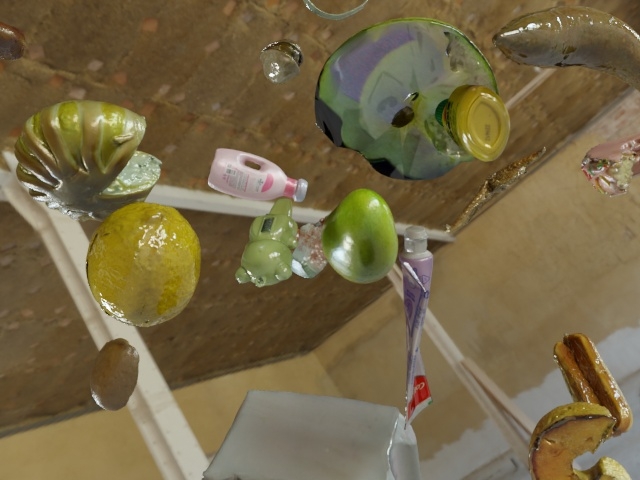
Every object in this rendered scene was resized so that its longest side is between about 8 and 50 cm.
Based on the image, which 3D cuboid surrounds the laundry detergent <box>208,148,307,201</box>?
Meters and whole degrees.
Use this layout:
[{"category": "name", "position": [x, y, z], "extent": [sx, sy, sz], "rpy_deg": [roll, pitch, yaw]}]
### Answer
[{"category": "laundry detergent", "position": [-0.212, -0.212, 2.102], "extent": [0.335, 0.159, 0.088], "rpy_deg": [14, -8, -9]}]

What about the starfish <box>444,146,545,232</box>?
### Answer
[{"category": "starfish", "position": [0.449, -0.138, 1.576], "extent": [0.299, 0.060, 0.302], "rpy_deg": [-32, -11, -41]}]

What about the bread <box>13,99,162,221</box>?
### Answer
[{"category": "bread", "position": [-0.510, -0.157, 1.333], "extent": [0.333, 0.160, 0.333], "rpy_deg": [-8, -32, -5]}]

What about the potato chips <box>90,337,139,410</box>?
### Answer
[{"category": "potato chips", "position": [-0.584, 0.375, 1.702], "extent": [0.202, 0.150, 0.049], "rpy_deg": [-64, -12, 1]}]

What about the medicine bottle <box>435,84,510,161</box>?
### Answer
[{"category": "medicine bottle", "position": [0.204, -0.172, 0.851], "extent": [0.064, 0.095, 0.260], "rpy_deg": [-16, 14, 7]}]

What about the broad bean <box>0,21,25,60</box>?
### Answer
[{"category": "broad bean", "position": [-0.763, -0.476, 1.419], "extent": [0.114, 0.084, 0.165], "rpy_deg": [-8, 2, 0]}]

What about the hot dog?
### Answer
[{"category": "hot dog", "position": [0.537, 0.280, 1.209], "extent": [0.092, 0.236, 0.062], "rpy_deg": [-34, -47, 25]}]

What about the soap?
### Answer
[{"category": "soap", "position": [0.020, 0.504, 1.163], "extent": [0.350, 0.213, 0.435], "rpy_deg": [-3, -50, 16]}]

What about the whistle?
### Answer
[{"category": "whistle", "position": [-0.111, 0.004, 1.417], "extent": [0.131, 0.288, 0.106], "rpy_deg": [-6, -49, 16]}]

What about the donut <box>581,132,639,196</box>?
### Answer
[{"category": "donut", "position": [0.610, -0.150, 1.132], "extent": [0.233, 0.085, 0.199], "rpy_deg": [-13, 15, 18]}]

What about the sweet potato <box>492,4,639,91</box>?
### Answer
[{"category": "sweet potato", "position": [0.340, -0.241, 0.773], "extent": [0.346, 0.108, 0.079], "rpy_deg": [7, -25, -24]}]

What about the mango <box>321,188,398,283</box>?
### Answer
[{"category": "mango", "position": [0.091, 0.002, 1.352], "extent": [0.149, 0.185, 0.273], "rpy_deg": [-28, -9, -17]}]

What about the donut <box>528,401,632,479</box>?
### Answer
[{"category": "donut", "position": [0.379, 0.322, 0.902], "extent": [0.146, 0.181, 0.078], "rpy_deg": [-21, 16, 17]}]

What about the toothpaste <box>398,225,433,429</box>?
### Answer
[{"category": "toothpaste", "position": [0.138, 0.125, 0.875], "extent": [0.048, 0.301, 0.075], "rpy_deg": [1, 19, 12]}]

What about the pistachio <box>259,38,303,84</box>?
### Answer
[{"category": "pistachio", "position": [-0.098, -0.461, 1.548], "extent": [0.113, 0.113, 0.149], "rpy_deg": [-28, -3, -19]}]

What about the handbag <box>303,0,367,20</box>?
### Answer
[{"category": "handbag", "position": [0.018, -0.627, 1.432], "extent": [0.256, 0.219, 0.079], "rpy_deg": [-32, 1, -42]}]

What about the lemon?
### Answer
[{"category": "lemon", "position": [-0.315, 0.045, 1.094], "extent": [0.204, 0.204, 0.260], "rpy_deg": [-17, -42, -42]}]

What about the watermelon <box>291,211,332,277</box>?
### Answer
[{"category": "watermelon", "position": [0.000, 0.000, 1.843], "extent": [0.241, 0.154, 0.094], "rpy_deg": [-39, -46, -14]}]

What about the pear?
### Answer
[{"category": "pear", "position": [0.195, -0.331, 1.330], "extent": [0.399, 0.165, 0.399], "rpy_deg": [6, -44, 5]}]
